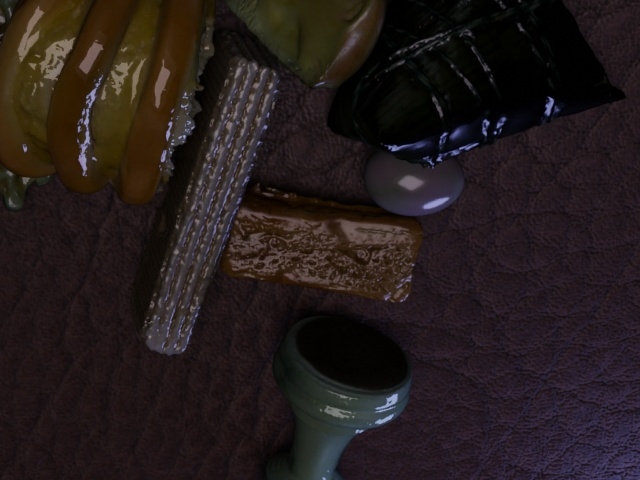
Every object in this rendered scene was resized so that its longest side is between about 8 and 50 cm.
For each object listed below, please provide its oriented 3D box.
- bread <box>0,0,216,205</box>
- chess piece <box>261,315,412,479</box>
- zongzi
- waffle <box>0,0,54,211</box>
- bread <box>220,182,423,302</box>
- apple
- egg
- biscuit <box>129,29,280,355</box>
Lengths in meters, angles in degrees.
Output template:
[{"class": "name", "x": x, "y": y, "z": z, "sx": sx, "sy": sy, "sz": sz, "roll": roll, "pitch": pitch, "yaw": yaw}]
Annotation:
[{"class": "bread", "x": -0.264, "y": -0.191, "z": 1.754, "sx": 0.270, "sy": 0.211, "sz": 0.315, "roll": 13, "pitch": 116, "yaw": -20}, {"class": "chess piece", "x": 0.000, "y": 0.274, "z": 2.030, "sx": 0.195, "sy": 0.194, "sz": 0.299, "roll": 14, "pitch": 120, "yaw": -7}, {"class": "zongzi", "x": 0.170, "y": -0.283, "z": 1.790, "sx": 0.384, "sy": 0.319, "sz": 0.362, "roll": -21, "pitch": 104, "yaw": -12}, {"class": "waffle", "x": -0.442, "y": -0.203, "z": 1.882, "sx": 0.292, "sy": 0.056, "sz": 0.309, "roll": 31, "pitch": 107, "yaw": -13}, {"class": "bread", "x": 0.000, "y": 0.001, "z": 1.963, "sx": 0.271, "sy": 0.077, "sz": 0.139, "roll": 7, "pitch": 108, "yaw": -6}, {"class": "apple", "x": 0.010, "y": -0.298, "z": 1.771, "sx": 0.193, "sy": 0.265, "sz": 0.120, "roll": -51, "pitch": 135, "yaw": 9}, {"class": "egg", "x": 0.124, "y": -0.084, "z": 1.917, "sx": 0.135, "sy": 0.103, "sz": 0.103, "roll": 3, "pitch": 112, "yaw": -5}, {"class": "biscuit", "x": -0.158, "y": -0.060, "z": 1.902, "sx": 0.079, "sy": 0.144, "sz": 0.426, "roll": 13, "pitch": 110, "yaw": -21}]
